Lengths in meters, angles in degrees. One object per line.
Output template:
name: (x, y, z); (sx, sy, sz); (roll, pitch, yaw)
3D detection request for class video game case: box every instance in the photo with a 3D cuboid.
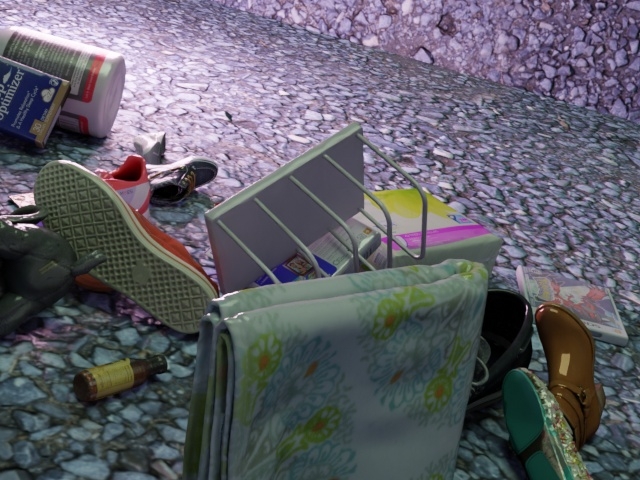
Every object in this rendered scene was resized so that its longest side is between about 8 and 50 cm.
video game case: (0.456, 0.116, 1.855); (0.183, 0.023, 0.201); (15, 23, -1)

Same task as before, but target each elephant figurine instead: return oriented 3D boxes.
elephant figurine: (-0.437, 0.018, 1.400); (0.186, 0.169, 0.239); (36, -3, -25)

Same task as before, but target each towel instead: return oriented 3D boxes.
towel: (0.021, 0.192, 1.060); (0.374, 0.321, 0.090); (-7, 25, -40)

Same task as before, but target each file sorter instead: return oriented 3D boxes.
file sorter: (0.000, 0.000, 1.494); (0.277, 0.193, 0.173); (-33, 57, -20)

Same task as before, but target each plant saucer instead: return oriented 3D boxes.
plant saucer: (-0.337, 0.051, 1.536); (0.083, 0.013, 0.083); (13, 23, -6)

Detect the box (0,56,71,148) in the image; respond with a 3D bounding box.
box: (-0.603, -0.275, 1.910); (0.225, 0.136, 0.036); (20, -18, -1)

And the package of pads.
package of pads: (0.150, -0.006, 1.844); (0.296, 0.101, 0.229); (-7, 33, -42)

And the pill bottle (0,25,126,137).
pill bottle: (-0.567, -0.328, 2.034); (0.318, 0.176, 0.176); (15, 24, -2)

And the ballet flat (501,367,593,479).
ballet flat: (0.300, 0.275, 1.317); (0.077, 0.091, 0.241); (19, 39, -29)

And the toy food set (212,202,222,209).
toy food set: (-0.155, -0.047, 1.853); (0.078, 0.019, 0.122); (-7, 32, -40)

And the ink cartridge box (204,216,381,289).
ink cartridge box: (-0.044, 0.014, 1.640); (0.208, 0.045, 0.206); (30, 59, 26)

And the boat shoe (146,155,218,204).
boat shoe: (-0.256, -0.106, 1.878); (0.183, 0.065, 0.083); (-12, 36, -35)

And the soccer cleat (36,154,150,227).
soccer cleat: (-0.375, -0.050, 1.602); (0.108, 0.116, 0.318); (18, 23, 20)

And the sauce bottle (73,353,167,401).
sauce bottle: (-0.252, 0.172, 1.288); (0.042, 0.042, 0.128); (31, 26, 33)

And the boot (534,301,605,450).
boot: (0.343, 0.197, 1.431); (0.073, 0.197, 0.152); (-23, 8, 36)

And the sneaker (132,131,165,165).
sneaker: (-0.344, -0.180, 2.008); (0.061, 0.054, 0.152); (4, 18, -3)

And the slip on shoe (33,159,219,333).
slip on shoe: (-0.280, 0.009, 1.474); (0.331, 0.123, 0.101); (39, 10, 1)

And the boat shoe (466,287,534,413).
boat shoe: (0.140, 0.175, 1.376); (0.186, 0.156, 0.500); (32, 30, 30)

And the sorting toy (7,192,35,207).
sorting toy: (-0.478, -0.067, 1.713); (0.083, 0.012, 0.062); (-11, 30, -40)
